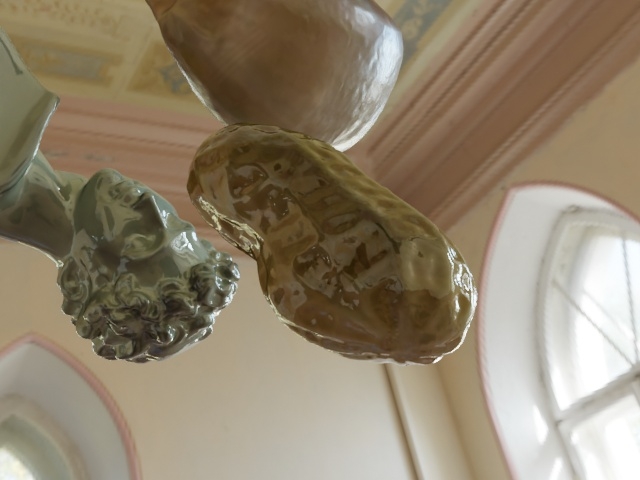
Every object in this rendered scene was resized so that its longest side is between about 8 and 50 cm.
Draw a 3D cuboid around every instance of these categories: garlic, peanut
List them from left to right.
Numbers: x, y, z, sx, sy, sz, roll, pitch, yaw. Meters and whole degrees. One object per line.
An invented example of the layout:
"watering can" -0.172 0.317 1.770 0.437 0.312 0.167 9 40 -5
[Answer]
"garlic" -0.009 -0.180 0.811 0.151 0.196 0.338 -51 -11 22
"peanut" 0.000 0.000 0.492 0.093 0.194 0.083 -54 -27 1

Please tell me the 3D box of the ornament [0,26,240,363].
"ornament" -0.190 -0.022 0.645 0.285 0.120 0.130 41 -29 -7
